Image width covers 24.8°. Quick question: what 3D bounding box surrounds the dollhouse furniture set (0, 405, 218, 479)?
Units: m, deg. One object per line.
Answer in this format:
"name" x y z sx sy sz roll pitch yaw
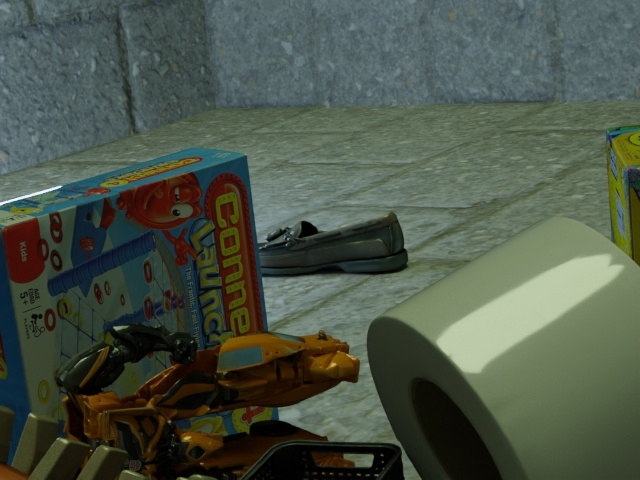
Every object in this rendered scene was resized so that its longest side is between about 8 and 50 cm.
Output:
"dollhouse furniture set" -0.094 0.227 0.943 0.262 0.135 0.259 22 -7 14

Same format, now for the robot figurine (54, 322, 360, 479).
"robot figurine" -0.104 0.171 1.286 0.291 0.211 0.085 -7 15 -33

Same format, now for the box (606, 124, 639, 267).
"box" 0.533 -0.051 1.917 0.279 0.177 0.290 -4 14 6

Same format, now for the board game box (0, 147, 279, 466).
"board game box" -0.187 0.092 1.409 0.086 0.308 0.302 7 20 42

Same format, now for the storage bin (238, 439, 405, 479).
"storage bin" -0.007 0.237 1.196 0.122 0.084 0.180 -1 15 21

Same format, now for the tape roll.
"tape roll" 0.172 0.125 1.151 0.169 0.246 0.246 -29 20 -17

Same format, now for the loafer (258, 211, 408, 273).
"loafer" 0.000 0.000 2.162 0.267 0.084 0.096 -2 15 21
